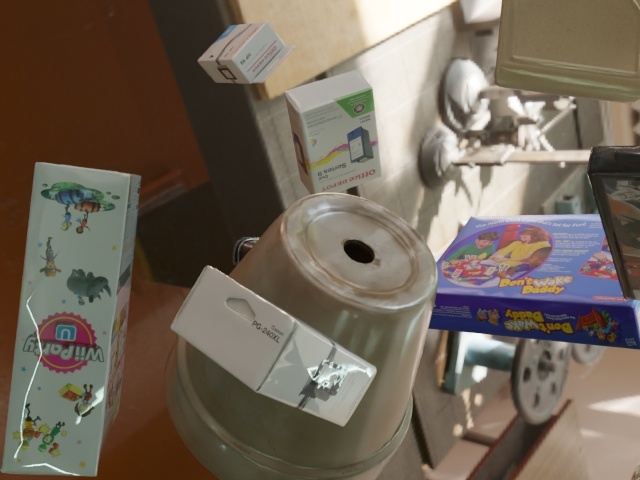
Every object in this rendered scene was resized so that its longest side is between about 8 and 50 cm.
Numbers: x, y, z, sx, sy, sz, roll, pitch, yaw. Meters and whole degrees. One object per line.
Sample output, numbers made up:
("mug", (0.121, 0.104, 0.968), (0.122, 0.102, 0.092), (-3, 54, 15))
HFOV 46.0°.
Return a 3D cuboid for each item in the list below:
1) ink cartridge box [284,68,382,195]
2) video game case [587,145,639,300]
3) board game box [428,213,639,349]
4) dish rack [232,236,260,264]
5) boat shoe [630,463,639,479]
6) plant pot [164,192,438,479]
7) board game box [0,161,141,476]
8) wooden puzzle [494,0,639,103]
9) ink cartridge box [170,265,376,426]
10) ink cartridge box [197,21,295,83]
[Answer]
("ink cartridge box", (0.029, -0.205, 1.484), (0.154, 0.093, 0.212), (-20, 134, -11))
("video game case", (0.394, -0.001, 0.687), (0.275, 0.248, 0.035), (46, 54, -51))
("board game box", (0.354, 0.052, 1.189), (0.233, 0.347, 0.078), (-46, 124, -39))
("dish rack", (-0.045, 0.132, 1.246), (0.208, 0.074, 0.272), (2, 89, -42))
("boat shoe", (0.217, 0.185, 0.426), (0.103, 0.113, 0.302), (-60, 157, -7))
("plant pot", (-0.003, 0.105, 0.912), (0.323, 0.323, 0.280), (-26, 150, -44))
("board game box", (-0.263, 0.072, 0.831), (0.097, 0.224, 0.303), (5, 93, -10))
("wooden puzzle", (0.356, -0.321, 1.052), (0.221, 0.044, 0.239), (6, 93, -8))
("ink cartridge box", (-0.036, 0.091, 0.633), (0.063, 0.109, 0.150), (-59, 144, -5))
("ink cartridge box", (-0.139, -0.348, 1.399), (0.104, 0.180, 0.060), (-51, 124, -16))
